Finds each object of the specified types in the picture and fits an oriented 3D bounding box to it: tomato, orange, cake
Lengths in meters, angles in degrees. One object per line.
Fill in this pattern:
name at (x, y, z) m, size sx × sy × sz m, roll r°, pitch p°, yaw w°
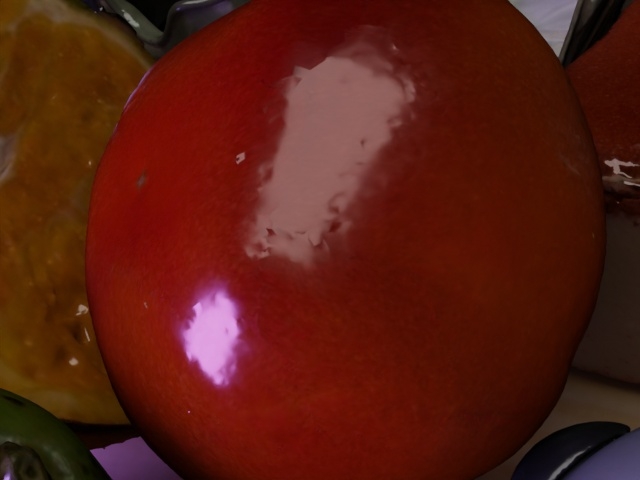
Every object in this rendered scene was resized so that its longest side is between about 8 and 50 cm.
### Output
tomato at (-0.002, 0.001, 0.747) m, size 0.260 × 0.180 × 0.260 m, roll -37°, pitch 40°, yaw 40°
orange at (-0.177, -0.026, 0.858) m, size 0.310 × 0.274 × 0.274 m, roll 11°, pitch 47°, yaw 4°
cake at (0.170, -0.053, 0.896) m, size 0.159 × 0.158 × 0.262 m, roll -4°, pitch 43°, yaw 6°

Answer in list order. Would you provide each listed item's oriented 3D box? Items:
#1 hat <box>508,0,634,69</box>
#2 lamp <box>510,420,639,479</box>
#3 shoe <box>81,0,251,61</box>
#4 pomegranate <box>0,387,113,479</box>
hat at (0.121, -0.138, 1.000) m, size 0.232 × 0.161 × 0.275 m, roll 5°, pitch 65°, yaw 50°
lamp at (0.163, 0.182, 0.653) m, size 0.198 × 0.198 × 0.244 m, roll 2°, pitch 62°, yaw 13°
shoe at (-0.108, -0.176, 1.078) m, size 0.109 × 0.149 × 0.293 m, roll -31°, pitch 49°, yaw -18°
pomegranate at (-0.200, 0.193, 0.702) m, size 0.302 × 0.236 × 0.236 m, roll -49°, pitch 48°, yaw 9°
